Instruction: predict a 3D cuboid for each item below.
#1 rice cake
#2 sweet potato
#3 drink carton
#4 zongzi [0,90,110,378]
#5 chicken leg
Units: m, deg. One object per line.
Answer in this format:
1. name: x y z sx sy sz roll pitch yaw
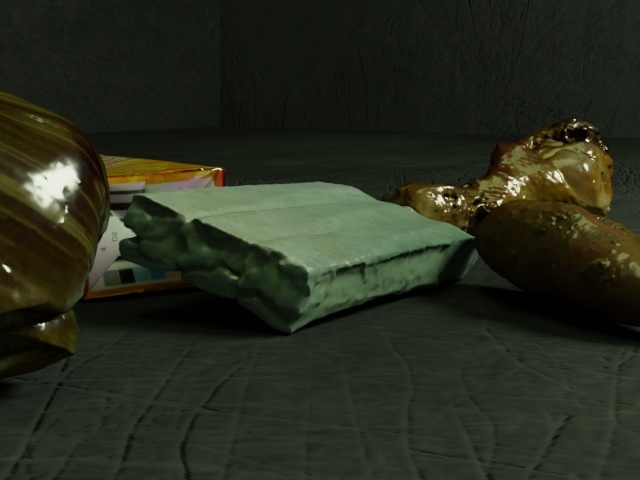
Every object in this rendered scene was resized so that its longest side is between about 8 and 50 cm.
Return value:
1. rice cake: 0.000 0.000 0.662 0.124 0.038 0.211 22 17 24
2. sweet potato: 0.138 0.010 0.617 0.068 0.060 0.206 -19 22 -13
3. drink carton: -0.151 -0.016 0.748 0.096 0.070 0.223 -6 10 -31
4. zongzi: -0.223 -0.077 0.409 0.286 0.288 0.134 3 32 -1
5. chicken leg: 0.142 -0.036 0.913 0.252 0.087 0.107 -16 -4 -44
